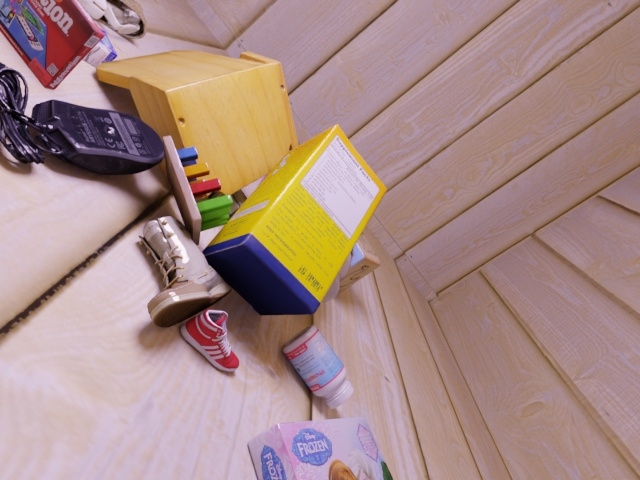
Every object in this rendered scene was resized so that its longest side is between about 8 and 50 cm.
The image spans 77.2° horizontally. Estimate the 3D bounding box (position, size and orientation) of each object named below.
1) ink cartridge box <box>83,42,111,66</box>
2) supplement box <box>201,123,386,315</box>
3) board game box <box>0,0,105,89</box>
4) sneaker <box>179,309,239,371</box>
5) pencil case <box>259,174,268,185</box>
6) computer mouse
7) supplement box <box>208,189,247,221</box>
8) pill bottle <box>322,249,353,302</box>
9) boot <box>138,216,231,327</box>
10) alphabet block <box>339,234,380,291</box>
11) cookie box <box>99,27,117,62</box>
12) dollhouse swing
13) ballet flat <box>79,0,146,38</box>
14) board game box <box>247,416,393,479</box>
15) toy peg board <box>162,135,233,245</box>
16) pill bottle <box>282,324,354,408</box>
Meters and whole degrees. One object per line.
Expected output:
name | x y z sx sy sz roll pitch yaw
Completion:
ink cartridge box | -0.516 -0.427 0.905 0.028 0.048 0.083 58 15 18
supplement box | -0.046 -0.041 0.849 0.194 0.195 0.356 48 55 -22
board game box | -0.517 -0.427 0.700 0.281 0.145 0.027 53 13 -3
sneaker | -0.156 0.158 0.636 0.118 0.067 0.042 48 16 -24
pencil case | -0.102 -0.157 1.461 0.284 0.124 0.124 31 26 -53
computer mouse | -0.394 -0.171 0.669 0.272 0.072 0.188 0 56 -58
supplement box | -0.228 -0.096 1.034 0.083 0.056 0.083 55 14 6
pill bottle | 0.000 0.000 1.114 0.188 0.188 0.334 46 35 -29
boot | -0.236 0.041 0.636 0.165 0.077 0.213 55 7 3
alphabet block | 0.061 0.045 1.374 0.193 0.192 0.197 61 17 21
cookie box | -0.548 -0.480 0.943 0.092 0.040 0.107 58 14 16
dollhouse swing | -0.299 -0.304 0.985 0.347 0.305 0.315 -41 129 -44
ballet flat | -0.582 -0.627 1.062 0.123 0.123 0.348 53 14 -1
board game box | 0.053 0.447 0.627 0.318 0.066 0.318 33 24 -55
toy peg board | -0.228 -0.093 0.754 0.161 0.079 0.161 68 -23 9
pill bottle | -0.002 0.265 0.842 0.160 0.087 0.087 54 14 2
